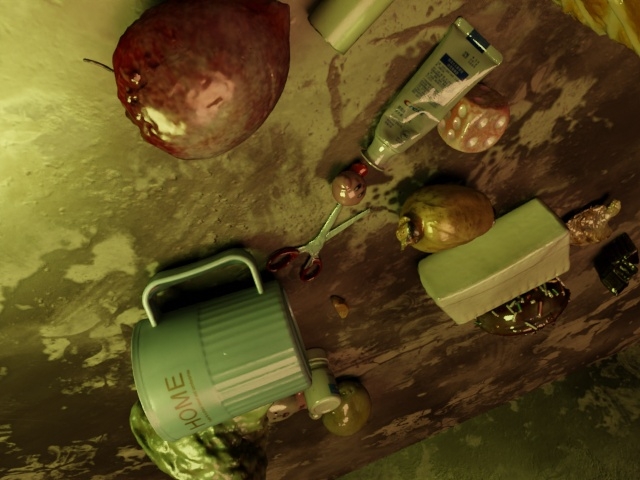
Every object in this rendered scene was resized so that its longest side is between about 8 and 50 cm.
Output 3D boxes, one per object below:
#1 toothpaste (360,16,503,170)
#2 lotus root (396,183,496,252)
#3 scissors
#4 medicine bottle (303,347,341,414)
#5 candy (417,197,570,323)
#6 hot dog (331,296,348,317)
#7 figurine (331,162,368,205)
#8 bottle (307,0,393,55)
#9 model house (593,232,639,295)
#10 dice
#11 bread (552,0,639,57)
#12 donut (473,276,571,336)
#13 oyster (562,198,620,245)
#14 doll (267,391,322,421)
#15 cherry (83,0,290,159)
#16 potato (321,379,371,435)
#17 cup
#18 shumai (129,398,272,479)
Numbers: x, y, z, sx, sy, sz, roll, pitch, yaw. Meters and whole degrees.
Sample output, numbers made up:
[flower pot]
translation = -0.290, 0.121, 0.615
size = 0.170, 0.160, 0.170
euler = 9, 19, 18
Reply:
[toothpaste]
translation = 0.174, -0.232, 0.773
size = 0.096, 0.061, 0.266
euler = 41, 118, -3
[lotus root]
translation = 0.261, -0.049, 0.970
size = 0.256, 0.140, 0.154
euler = -7, 169, -29
[scissors]
translation = 0.000, 0.000, 1.003
size = 0.144, 0.017, 0.248
euler = 21, 123, -41
[medicine bottle]
translation = -0.008, 0.418, 1.358
size = 0.104, 0.168, 0.105
euler = -13, 140, -11
[candy]
translation = 0.447, 0.061, 1.176
size = 0.358, 0.145, 0.208
euler = -31, 142, 12
[hot dog]
translation = 0.056, 0.175, 1.217
size = 0.034, 0.030, 0.090
euler = -25, 142, 2
[figurine]
translation = 0.055, -0.099, 0.872
size = 0.066, 0.071, 0.083
euler = 10, 142, 29
[bottle]
translation = 0.076, -0.343, 0.595
size = 0.201, 0.072, 0.072
euler = -41, 137, 23
[model house]
translation = 0.946, 0.069, 1.424
size = 0.106, 0.165, 0.152
euler = 4, 136, -4
[dice]
translation = 0.269, -0.218, 0.811
size = 0.091, 0.094, 0.093
euler = -8, 139, -22
[bread]
translation = 0.356, -0.389, 0.434
size = 0.279, 0.371, 0.390
euler = -39, 139, 22
[donut]
translation = 0.560, 0.171, 1.292
size = 0.269, 0.270, 0.103
euler = -27, 101, 7
[oyster]
translation = 0.732, -0.038, 1.247
size = 0.163, 0.081, 0.191
euler = 3, 132, -22
[doll]
translation = -0.116, 0.523, 1.487
size = 0.274, 0.113, 0.155
euler = 1, 127, -16
[cherry]
translation = -0.137, -0.212, 0.574
size = 0.249, 0.175, 0.192
euler = -34, 128, 11
[potato]
translation = 0.092, 0.595, 1.626
size = 0.178, 0.160, 0.235
euler = -43, 139, -38
[cup]
translation = -0.206, 0.212, 0.983
size = 0.311, 0.331, 0.257
euler = -18, 167, -4
[shumai]
translation = -0.259, 0.424, 1.187
size = 0.324, 0.397, 0.324
euler = -61, 155, 0
